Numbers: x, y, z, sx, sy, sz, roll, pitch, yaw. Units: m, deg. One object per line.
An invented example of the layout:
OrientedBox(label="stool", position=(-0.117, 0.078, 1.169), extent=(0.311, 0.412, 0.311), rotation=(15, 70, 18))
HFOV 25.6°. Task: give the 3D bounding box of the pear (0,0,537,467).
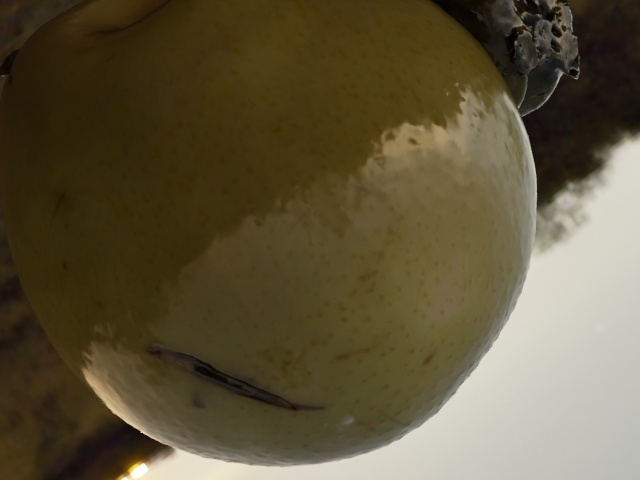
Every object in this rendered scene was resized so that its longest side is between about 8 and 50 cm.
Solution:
OrientedBox(label="pear", position=(-0.032, -0.027, 0.821), extent=(0.309, 0.309, 0.309), rotation=(-37, 178, -2))

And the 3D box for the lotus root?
OrientedBox(label="lotus root", position=(0.052, -0.138, 1.029), extent=(0.275, 0.160, 0.152), rotation=(-11, -154, 39))
